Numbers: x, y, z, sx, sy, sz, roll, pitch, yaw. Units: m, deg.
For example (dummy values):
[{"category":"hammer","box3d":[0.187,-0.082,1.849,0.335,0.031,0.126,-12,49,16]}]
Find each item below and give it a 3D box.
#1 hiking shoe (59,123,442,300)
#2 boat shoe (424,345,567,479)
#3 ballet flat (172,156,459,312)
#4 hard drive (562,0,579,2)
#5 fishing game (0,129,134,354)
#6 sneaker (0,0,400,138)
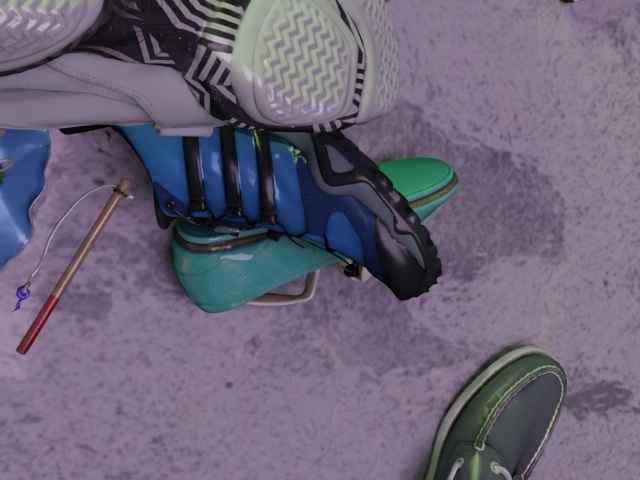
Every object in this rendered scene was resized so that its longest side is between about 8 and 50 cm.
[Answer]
[{"category":"hiking shoe","box3d":[-0.052,-0.046,0.723,0.304,0.113,0.132,40,93,2]},{"category":"boat shoe","box3d":[0.146,0.244,0.923,0.116,0.099,0.319,41,78,-28]},{"category":"ballet flat","box3d":[0.000,0.000,0.812,0.247,0.083,0.087,-16,121,-23]},{"category":"hard drive","box3d":[0.253,-0.294,0.927,0.094,0.022,0.135,-20,109,-25]},{"category":"fishing game","box3d":[-0.261,-0.051,0.637,0.264,0.041,0.189,33,83,-13]},{"category":"sneaker","box3d":[-0.131,-0.121,0.587,0.365,0.210,0.138,5,78,-44]}]
